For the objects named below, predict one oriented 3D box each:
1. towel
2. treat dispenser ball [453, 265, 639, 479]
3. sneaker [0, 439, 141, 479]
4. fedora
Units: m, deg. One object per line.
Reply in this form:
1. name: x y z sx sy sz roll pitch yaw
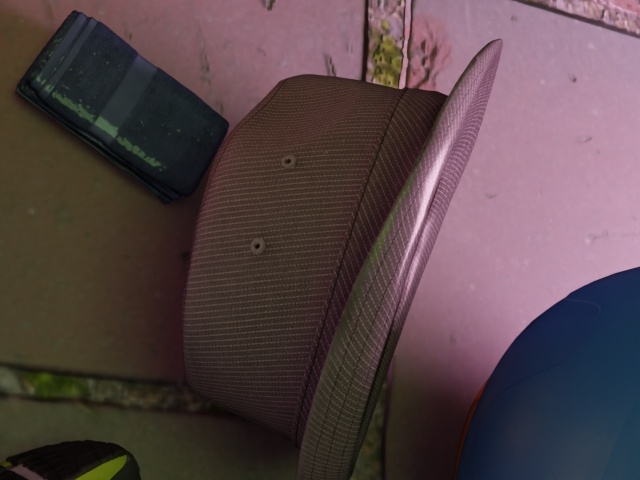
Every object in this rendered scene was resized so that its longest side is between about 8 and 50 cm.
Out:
1. towel: -0.116 -0.080 0.700 0.119 0.029 0.067 36 65 -16
2. treat dispenser ball: 0.221 0.155 0.682 0.288 0.288 0.288 6 77 -27
3. sneaker: -0.186 0.226 0.567 0.121 0.111 0.300 49 67 -22
4. fedora: 0.000 0.000 0.663 0.124 0.243 0.275 19 78 7
